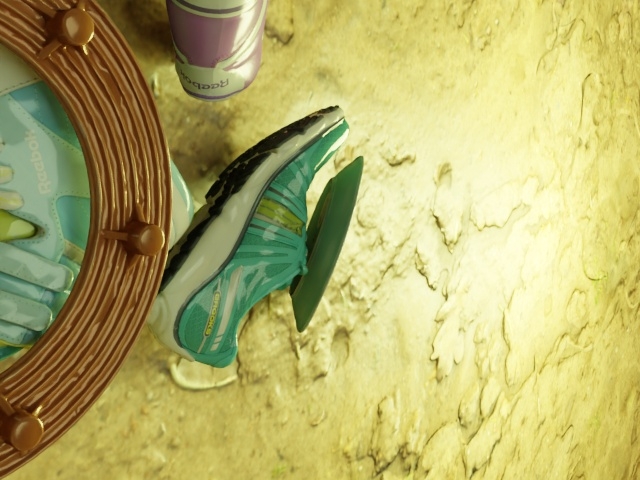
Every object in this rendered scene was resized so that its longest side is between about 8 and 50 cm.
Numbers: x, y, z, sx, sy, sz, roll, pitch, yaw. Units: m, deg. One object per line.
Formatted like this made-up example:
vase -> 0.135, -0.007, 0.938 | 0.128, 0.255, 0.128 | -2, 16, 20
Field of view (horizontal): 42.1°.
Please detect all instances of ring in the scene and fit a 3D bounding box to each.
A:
ring -> -0.213, -0.012, 0.443 | 0.336, 0.032, 0.337 | -10, 104, -46

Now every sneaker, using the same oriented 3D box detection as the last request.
sneaker -> -0.219, -0.043, 0.533 | 0.319, 0.127, 0.208 | 56, 50, -39
sneaker -> -0.055, -0.010, 0.758 | 0.110, 0.107, 0.275 | 42, 69, -20
sneaker -> -0.078, -0.243, 0.742 | 0.161, 0.102, 0.282 | 99, 6, -52

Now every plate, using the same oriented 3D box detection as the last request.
plate -> 0.000, 0.000, 0.831 | 0.188, 0.024, 0.188 | -161, -90, -84
